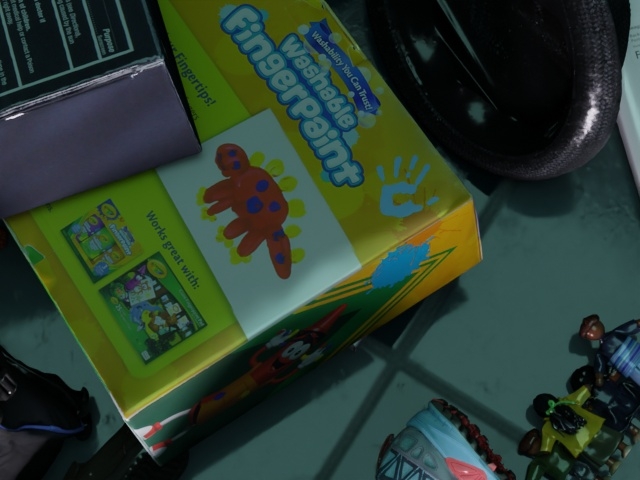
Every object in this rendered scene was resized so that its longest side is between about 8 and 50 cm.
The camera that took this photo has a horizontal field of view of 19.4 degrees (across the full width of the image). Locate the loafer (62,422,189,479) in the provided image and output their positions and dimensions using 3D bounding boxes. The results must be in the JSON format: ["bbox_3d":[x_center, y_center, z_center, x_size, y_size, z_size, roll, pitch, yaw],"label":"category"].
[{"bbox_3d":[-0.220,0.257,1.802,0.220,0.080,0.078,-43,39,-3],"label":"loafer"}]

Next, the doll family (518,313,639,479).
[{"bbox_3d":[0.265,0.157,1.815,0.111,0.076,0.193,36,75,13],"label":"doll family"}]

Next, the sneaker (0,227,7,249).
[{"bbox_3d":[-0.401,-0.005,1.862,0.175,0.064,0.067,-4,67,-3],"label":"sneaker"}]

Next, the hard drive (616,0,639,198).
[{"bbox_3d":[0.400,-0.143,1.895,0.203,0.040,0.308,-14,78,-2],"label":"hard drive"}]

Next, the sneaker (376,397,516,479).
[{"bbox_3d":[0.153,0.284,1.787,0.125,0.104,0.262,-40,75,10],"label":"sneaker"}]

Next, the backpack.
[{"bbox_3d":[-0.382,0.138,1.743,0.213,0.276,0.263,-45,74,0],"label":"backpack"}]

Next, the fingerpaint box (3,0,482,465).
[{"bbox_3d":[-0.120,-0.076,1.785,0.371,0.163,0.445,-33,66,-6],"label":"fingerpaint box"}]

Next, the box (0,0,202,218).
[{"bbox_3d":[-0.291,-0.188,1.668,0.294,0.183,0.296,-19,64,1],"label":"box"}]

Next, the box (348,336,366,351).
[{"bbox_3d":[0.000,0.000,1.868,0.186,0.038,0.145,34,79,7],"label":"box"}]

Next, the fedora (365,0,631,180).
[{"bbox_3d":[0.197,-0.232,1.836,0.152,0.334,0.334,-29,76,-40],"label":"fedora"}]
